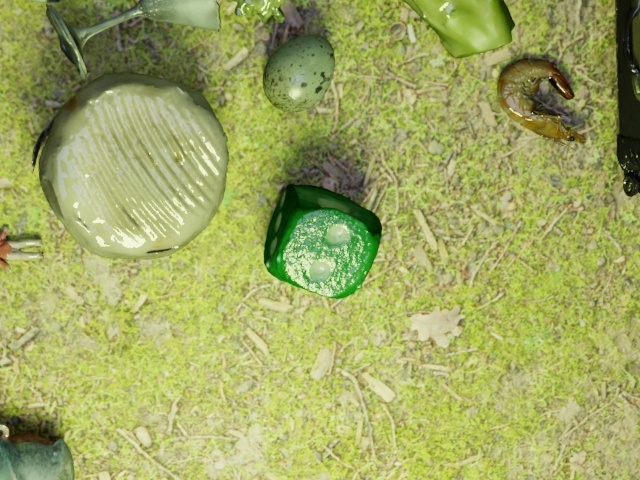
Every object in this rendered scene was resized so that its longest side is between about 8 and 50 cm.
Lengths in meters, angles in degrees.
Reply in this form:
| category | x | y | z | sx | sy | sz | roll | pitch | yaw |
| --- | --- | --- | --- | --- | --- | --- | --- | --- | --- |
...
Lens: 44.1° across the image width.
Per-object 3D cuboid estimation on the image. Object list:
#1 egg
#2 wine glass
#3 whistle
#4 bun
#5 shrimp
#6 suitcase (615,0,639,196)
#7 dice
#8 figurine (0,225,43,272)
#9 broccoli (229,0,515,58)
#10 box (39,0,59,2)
| category | x | y | z | sx | sy | sz | roll | pitch | yaw |
| --- | --- | --- | --- | --- | --- | --- | --- | --- | --- |
| egg | -0.027 | -0.218 | 1.024 | 0.085 | 0.085 | 0.110 | 32 | 89 | -17 |
| wine glass | -0.222 | -0.267 | 0.939 | 0.183 | 0.122 | 0.122 | -30 | 109 | -13 |
| whistle | -0.400 | 0.394 | 1.109 | 0.142 | 0.134 | 0.346 | -36 | 128 | -42 |
| bun | -0.236 | -0.092 | 0.990 | 0.239 | 0.141 | 0.239 | -4 | 100 | -20 |
| shrimp | 0.324 | -0.197 | 1.128 | 0.162 | 0.045 | 0.095 | 30 | 77 | -12 |
| suitcase | 0.543 | -0.275 | 1.064 | 0.283 | 0.194 | 0.433 | -10 | 105 | -8 |
| dice | 0.000 | 0.000 | 1.067 | 0.131 | 0.128 | 0.120 | 18 | 103 | -17 |
| figurine | -0.421 | 0.012 | 1.036 | 0.109 | 0.047 | 0.064 | -4 | 77 | -16 |
| broccoli | 0.105 | -0.410 | 0.927 | 0.397 | 0.274 | 0.353 | 20 | 145 | -9 |
| box | -0.402 | -0.319 | 0.895 | 0.194 | 0.139 | 0.073 | 5 | 104 | -13 |
